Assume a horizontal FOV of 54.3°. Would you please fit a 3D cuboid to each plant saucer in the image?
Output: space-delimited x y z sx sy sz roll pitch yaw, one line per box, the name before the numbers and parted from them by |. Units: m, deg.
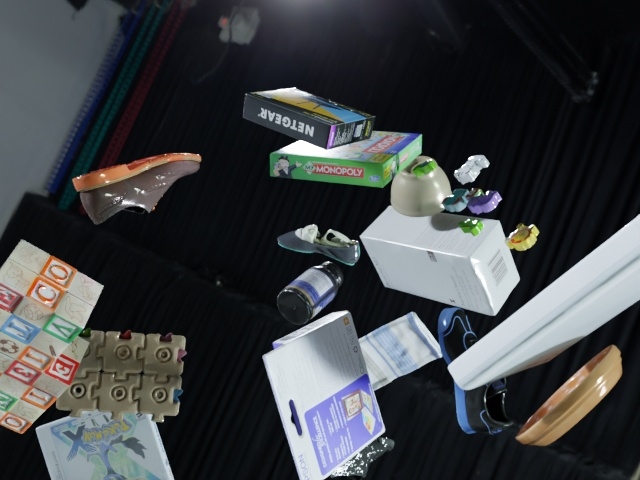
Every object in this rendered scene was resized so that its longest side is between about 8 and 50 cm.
plant saucer | 0.371 0.235 0.917 0.037 0.200 0.200 46 4 21

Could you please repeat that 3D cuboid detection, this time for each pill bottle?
pill bottle | -0.024 0.154 1.903 0.123 0.122 0.219 21 35 26

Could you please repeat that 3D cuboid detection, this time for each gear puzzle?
gear puzzle | -0.443 0.264 1.249 0.339 0.175 0.044 4 -7 -4

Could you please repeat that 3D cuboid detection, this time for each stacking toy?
stacking toy | 0.255 -0.064 1.076 0.167 0.052 0.221 49 -11 -17

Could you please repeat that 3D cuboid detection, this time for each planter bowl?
planter bowl | 0.260 -0.152 1.630 0.162 0.162 0.109 20 -42 34

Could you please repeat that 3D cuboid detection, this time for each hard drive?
hard drive | 0.351 0.072 0.802 0.233 0.353 0.047 -5 56 -40

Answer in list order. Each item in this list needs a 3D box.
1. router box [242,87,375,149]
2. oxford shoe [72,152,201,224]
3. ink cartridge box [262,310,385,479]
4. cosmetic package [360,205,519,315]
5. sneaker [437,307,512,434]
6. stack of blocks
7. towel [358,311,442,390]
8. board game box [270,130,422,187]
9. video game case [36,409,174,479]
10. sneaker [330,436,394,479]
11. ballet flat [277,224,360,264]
router box | -0.019 -0.206 1.040 0.179 0.046 0.133 25 29 27
oxford shoe | -0.330 -0.103 1.175 0.097 0.098 0.271 -4 15 42
ink cartridge box | 0.000 0.233 0.933 0.045 0.206 0.208 -15 2 40
cosmetic package | 0.320 0.045 1.712 0.385 0.156 0.217 9 -43 49
sneaker | 0.281 0.229 1.120 0.081 0.232 0.090 -4 -13 -41
stack of blocks | -0.440 0.153 0.921 0.171 0.297 0.087 35 32 -22
towel | 0.181 0.319 1.718 0.209 0.285 0.034 52 14 -37
board game box | 0.063 -0.170 1.230 0.214 0.046 0.317 7 20 19
video game case | -0.600 0.615 1.748 0.329 0.299 0.036 -19 -3 4
sneaker | 0.072 0.397 1.144 0.051 0.089 0.170 -4 -24 41
ballet flat | 0.000 0.000 1.505 0.203 0.074 0.074 15 -5 -1
